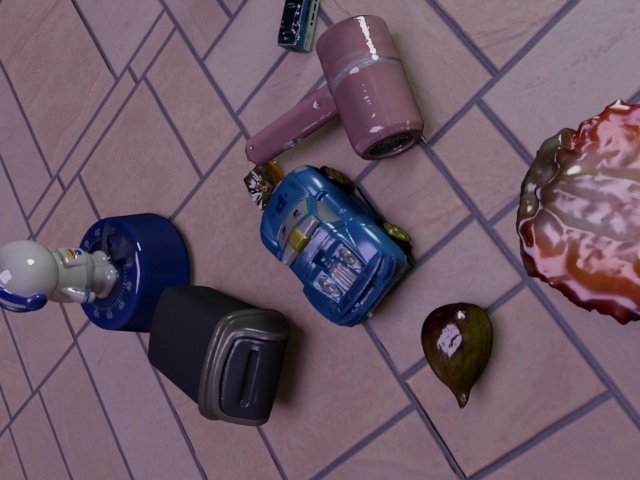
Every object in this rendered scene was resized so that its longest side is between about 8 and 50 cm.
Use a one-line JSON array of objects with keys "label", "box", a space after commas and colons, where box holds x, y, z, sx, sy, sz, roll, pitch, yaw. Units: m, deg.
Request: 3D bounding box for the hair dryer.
[{"label": "hair dryer", "box": [0.000, -0.202, 1.121, 0.352, 0.125, 0.210, -28, 74, 34]}]

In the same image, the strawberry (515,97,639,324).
[{"label": "strawberry", "box": [0.417, -0.022, 0.799, 0.336, 0.149, 0.265, 17, 92, 26]}]

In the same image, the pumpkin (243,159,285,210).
[{"label": "pumpkin", "box": [-0.106, -0.107, 1.241, 0.074, 0.054, 0.083, -43, 68, 33]}]

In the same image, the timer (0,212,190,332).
[{"label": "timer", "box": [-0.493, 0.068, 1.321, 0.270, 0.383, 0.270, -1, 88, 38]}]

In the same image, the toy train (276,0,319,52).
[{"label": "toy train", "box": [-0.028, -0.471, 1.195, 0.052, 0.051, 0.234, 13, 93, 36]}]

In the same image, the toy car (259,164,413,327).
[{"label": "toy car", "box": [0.000, 0.000, 1.093, 0.314, 0.166, 0.198, 47, 112, 29]}]

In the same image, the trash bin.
[{"label": "trash bin", "box": [-0.187, 0.206, 1.219, 0.290, 0.182, 0.210, 20, 102, 41]}]

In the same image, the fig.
[{"label": "fig", "box": [0.208, 0.171, 0.966, 0.109, 0.103, 0.155, -36, 58, 55]}]
